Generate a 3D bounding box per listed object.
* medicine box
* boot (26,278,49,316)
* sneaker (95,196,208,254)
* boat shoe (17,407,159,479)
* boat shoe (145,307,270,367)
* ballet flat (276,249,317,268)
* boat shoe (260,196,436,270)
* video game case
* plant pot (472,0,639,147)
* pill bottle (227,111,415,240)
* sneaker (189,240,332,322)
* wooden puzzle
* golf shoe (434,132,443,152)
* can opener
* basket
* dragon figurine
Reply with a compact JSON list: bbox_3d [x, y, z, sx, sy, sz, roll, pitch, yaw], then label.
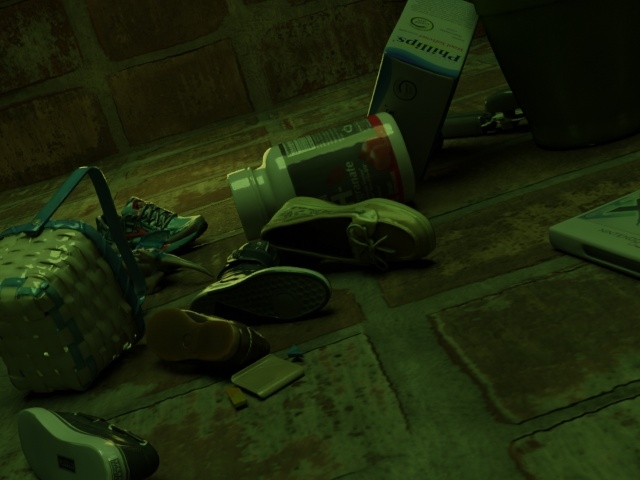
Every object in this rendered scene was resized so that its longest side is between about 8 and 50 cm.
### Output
[{"bbox_3d":[0.198,-0.315,1.670,0.149,0.263,0.289,19,46,5],"label":"medicine box"},{"bbox_3d":[-0.521,0.088,1.547,0.247,0.094,0.207,-22,20,6],"label":"boot"},{"bbox_3d":[-0.359,-0.029,1.708,0.262,0.125,0.104,-10,19,22],"label":"sneaker"},{"bbox_3d":[-0.256,0.224,0.911,0.076,0.080,0.228,-9,4,-43],"label":"boat shoe"},{"bbox_3d":[-0.154,0.135,1.109,0.207,0.073,0.073,6,-9,46],"label":"boat shoe"},{"bbox_3d":[0.000,0.000,1.399,0.173,0.049,0.057,-29,21,-34],"label":"ballet flat"},{"bbox_3d":[0.040,-0.004,1.271,0.285,0.104,0.089,4,31,37],"label":"boat shoe"},{"bbox_3d":[0.506,-0.033,1.037,0.329,0.036,0.300,-21,18,-14],"label":"video game case"},{"bbox_3d":[0.491,-0.376,1.589,0.367,0.353,0.366,-15,17,5],"label":"plant pot"},{"bbox_3d":[-0.001,-0.108,1.521,0.319,0.176,0.176,-18,17,-3],"label":"pill bottle"},{"bbox_3d":[-0.066,0.053,1.234,0.226,0.086,0.163,-9,21,27],"label":"sneaker"},{"bbox_3d":[-0.065,0.166,1.007,0.116,0.014,0.078,-25,23,-23],"label":"wooden puzzle"},{"bbox_3d":[0.173,-0.223,1.863,0.198,0.093,0.077,-17,18,6],"label":"golf shoe"},{"bbox_3d":[0.361,-0.292,1.889,0.283,0.095,0.076,2,24,46],"label":"can opener"},{"bbox_3d":[-0.364,0.059,1.220,0.201,0.254,0.289,-1,32,25],"label":"basket"},{"bbox_3d":[-0.312,0.034,1.533,0.289,0.085,0.144,-11,18,23],"label":"dragon figurine"}]
